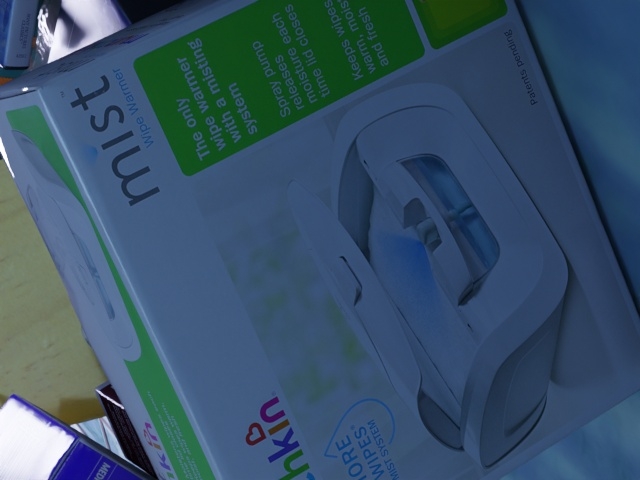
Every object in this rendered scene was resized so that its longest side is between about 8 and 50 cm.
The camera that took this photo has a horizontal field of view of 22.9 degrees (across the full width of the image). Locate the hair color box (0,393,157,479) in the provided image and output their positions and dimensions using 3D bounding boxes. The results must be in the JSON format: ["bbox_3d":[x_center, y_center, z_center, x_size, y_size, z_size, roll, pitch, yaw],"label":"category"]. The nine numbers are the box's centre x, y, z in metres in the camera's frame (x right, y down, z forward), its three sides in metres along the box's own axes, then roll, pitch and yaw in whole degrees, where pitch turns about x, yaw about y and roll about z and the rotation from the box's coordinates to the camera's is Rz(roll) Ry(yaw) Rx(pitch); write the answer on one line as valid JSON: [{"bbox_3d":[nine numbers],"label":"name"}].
[{"bbox_3d":[-0.130,0.271,1.341,0.339,0.110,0.185,35,170,-26],"label":"hair color box"}]

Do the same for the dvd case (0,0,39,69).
[{"bbox_3d":[-0.227,-0.265,1.079,0.180,0.022,0.253,38,123,47],"label":"dvd case"}]

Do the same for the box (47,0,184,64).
[{"bbox_3d":[-0.091,-0.084,1.039,0.184,0.103,0.261,60,158,9],"label":"box"}]

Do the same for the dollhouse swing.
[{"bbox_3d":[-0.267,-0.033,1.540,0.315,0.305,0.347,-16,106,25],"label":"dollhouse swing"}]

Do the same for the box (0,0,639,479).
[{"bbox_3d":[0.000,0.000,0.761,0.127,0.231,0.262,5,120,65],"label":"box"}]

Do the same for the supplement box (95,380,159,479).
[{"bbox_3d":[-0.067,0.136,1.209,0.239,0.130,0.073,14,129,63],"label":"supplement box"}]

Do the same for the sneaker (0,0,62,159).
[{"bbox_3d":[-0.210,-0.165,1.199,0.121,0.108,0.302,61,148,9],"label":"sneaker"}]
